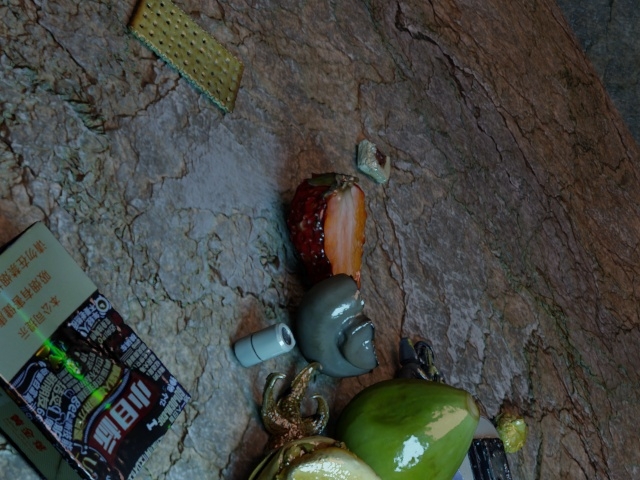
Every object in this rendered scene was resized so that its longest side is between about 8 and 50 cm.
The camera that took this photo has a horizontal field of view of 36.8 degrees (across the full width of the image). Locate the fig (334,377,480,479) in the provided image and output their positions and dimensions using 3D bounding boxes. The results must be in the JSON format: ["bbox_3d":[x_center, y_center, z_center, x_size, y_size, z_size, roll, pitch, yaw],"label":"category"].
[{"bbox_3d":[0.131,0.310,1.527,0.207,0.230,0.207,29,7,-4],"label":"fig"}]

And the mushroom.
[{"bbox_3d":[0.018,0.149,1.555,0.141,0.117,0.188,-119,-167,-58],"label":"mushroom"}]

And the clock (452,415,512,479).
[{"bbox_3d":[0.305,0.425,1.803,0.172,0.064,0.198,13,58,-48],"label":"clock"}]

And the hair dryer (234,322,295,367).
[{"bbox_3d":[-0.067,0.160,1.502,0.137,0.082,0.047,4,64,-67],"label":"hair dryer"}]

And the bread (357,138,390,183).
[{"bbox_3d":[0.108,-0.157,1.938,0.083,0.035,0.070,38,44,-35],"label":"bread"}]

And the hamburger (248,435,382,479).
[{"bbox_3d":[-0.011,0.380,1.347,0.213,0.108,0.214,-5,100,-33],"label":"hamburger"}]

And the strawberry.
[{"bbox_3d":[0.000,0.000,1.666,0.190,0.111,0.237,-10,100,-63],"label":"strawberry"}]

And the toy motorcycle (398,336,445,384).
[{"bbox_3d":[0.179,0.270,1.744,0.124,0.061,0.194,12,62,-45],"label":"toy motorcycle"}]

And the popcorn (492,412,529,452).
[{"bbox_3d":[0.374,0.379,1.928,0.084,0.084,0.084,29,48,-38],"label":"popcorn"}]

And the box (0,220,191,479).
[{"bbox_3d":[-0.321,0.155,1.177,0.310,0.084,0.198,53,37,-14],"label":"box"}]

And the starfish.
[{"bbox_3d":[-0.040,0.264,1.464,0.146,0.074,0.190,35,44,-32],"label":"starfish"}]

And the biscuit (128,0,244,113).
[{"bbox_3d":[-0.226,-0.328,1.646,0.231,0.016,0.139,38,43,-30],"label":"biscuit"}]
